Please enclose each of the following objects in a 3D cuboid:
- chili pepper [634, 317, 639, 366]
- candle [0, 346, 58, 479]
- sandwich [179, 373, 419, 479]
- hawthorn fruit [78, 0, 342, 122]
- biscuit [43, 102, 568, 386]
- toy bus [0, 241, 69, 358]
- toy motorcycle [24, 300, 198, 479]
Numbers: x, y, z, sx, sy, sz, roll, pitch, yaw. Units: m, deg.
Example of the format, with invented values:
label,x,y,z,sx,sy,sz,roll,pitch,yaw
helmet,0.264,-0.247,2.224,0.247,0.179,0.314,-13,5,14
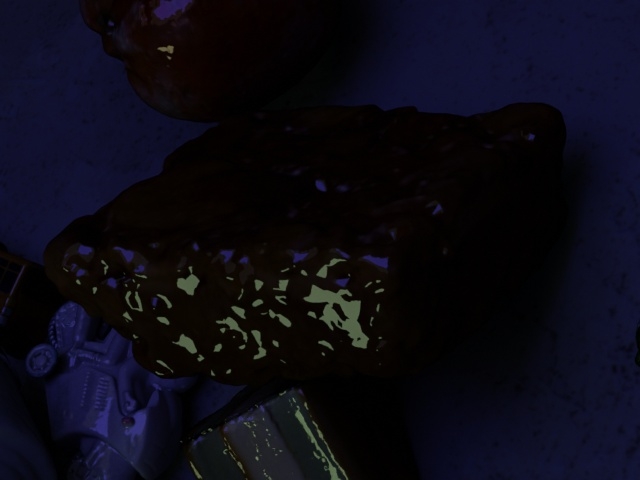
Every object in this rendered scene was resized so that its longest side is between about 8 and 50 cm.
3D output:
label,x,y,z,sx,sy,sz,roll,pitch,yaw
chili pepper,0.315,0.064,1.605,0.118,0.035,0.055,-43,65,0
candle,-0.382,0.224,1.828,0.221,0.221,0.342,-52,35,6
sandwich,0.003,0.216,1.715,0.155,0.227,0.198,-28,93,21
hawthorn fruit,-0.115,-0.250,1.894,0.284,0.284,0.284,-14,63,30
biscuit,0.000,0.000,1.668,0.395,0.166,0.342,2,29,36
toy bus,-0.386,0.052,2.054,0.201,0.098,0.114,18,80,37
toy motorcycle,-0.206,0.156,1.892,0.171,0.110,0.260,-17,53,10
